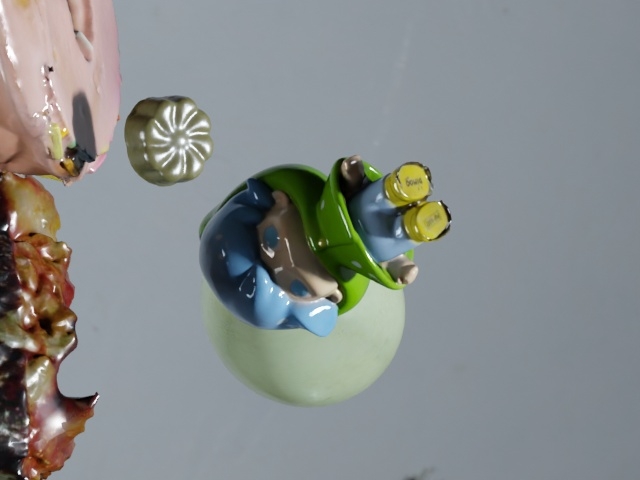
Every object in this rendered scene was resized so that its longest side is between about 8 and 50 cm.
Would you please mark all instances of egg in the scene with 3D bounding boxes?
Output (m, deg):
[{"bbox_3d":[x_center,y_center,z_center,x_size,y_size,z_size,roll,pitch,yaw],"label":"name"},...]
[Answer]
[{"bbox_3d":[-0.026,0.068,1.808,0.218,0.218,0.295,-60,153,-3],"label":"egg"}]

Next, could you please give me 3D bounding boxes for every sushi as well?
[{"bbox_3d":[-0.312,0.063,1.448,0.182,0.196,0.343,4,60,-24],"label":"sushi"}]

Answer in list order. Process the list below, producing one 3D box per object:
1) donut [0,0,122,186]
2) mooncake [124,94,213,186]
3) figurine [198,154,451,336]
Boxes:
[{"bbox_3d":[-0.192,-0.132,1.070,0.085,0.233,0.199,-8,102,9],"label":"donut"},{"bbox_3d":[-0.031,0.075,1.036,0.347,0.057,0.150,48,70,-9],"label":"mooncake"},{"bbox_3d":[0.000,0.000,1.517,0.162,0.263,0.143,58,40,-14],"label":"figurine"}]
